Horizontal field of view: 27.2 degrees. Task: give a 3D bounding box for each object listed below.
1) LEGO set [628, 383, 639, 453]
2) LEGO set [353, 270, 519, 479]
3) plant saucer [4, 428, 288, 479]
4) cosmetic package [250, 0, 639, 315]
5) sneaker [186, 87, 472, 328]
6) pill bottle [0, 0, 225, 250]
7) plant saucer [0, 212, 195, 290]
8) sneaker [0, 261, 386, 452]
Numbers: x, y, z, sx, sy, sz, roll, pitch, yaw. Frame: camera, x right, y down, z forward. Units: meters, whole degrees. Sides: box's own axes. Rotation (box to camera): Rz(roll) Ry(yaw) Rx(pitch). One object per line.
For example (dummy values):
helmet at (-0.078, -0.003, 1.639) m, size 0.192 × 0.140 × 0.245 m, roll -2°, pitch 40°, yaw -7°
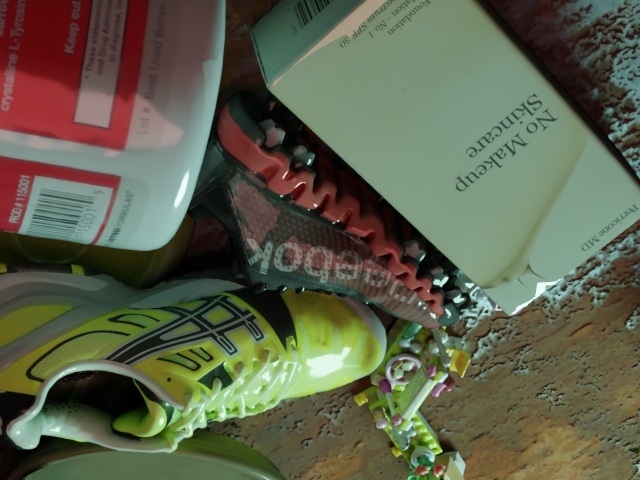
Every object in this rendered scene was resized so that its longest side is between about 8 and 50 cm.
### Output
LEGO set at (0.451, 0.185, 1.301) m, size 0.255 × 0.192 × 0.331 m, roll -51°, pitch 126°, yaw -13°
LEGO set at (0.102, 0.159, 1.221) m, size 0.132 × 0.107 × 0.287 m, roll 1°, pitch 122°, yaw -12°
plant saucer at (-0.151, 0.237, 1.209) m, size 0.278 × 0.041 × 0.278 m, roll 1°, pitch 144°, yaw 1°
cosmetic package at (0.107, -0.098, 1.053) m, size 0.160 × 0.113 × 0.309 m, roll -41°, pitch 120°, yaw 15°
sneaker at (0.000, 0.000, 1.097) m, size 0.276 × 0.097 × 0.135 m, roll 37°, pitch 111°, yaw -22°
pill bottle at (-0.284, -0.131, 0.883) m, size 0.408 × 0.229 × 0.229 m, roll 9°, pitch 120°, yaw -17°
plant saucer at (-0.220, -0.014, 1.087) m, size 0.241 × 0.037 × 0.241 m, roll -5°, pitch 123°, yaw -8°
sneaker at (-0.113, 0.112, 1.096) m, size 0.385 × 0.147 × 0.145 m, roll -1°, pitch 131°, yaw -27°
